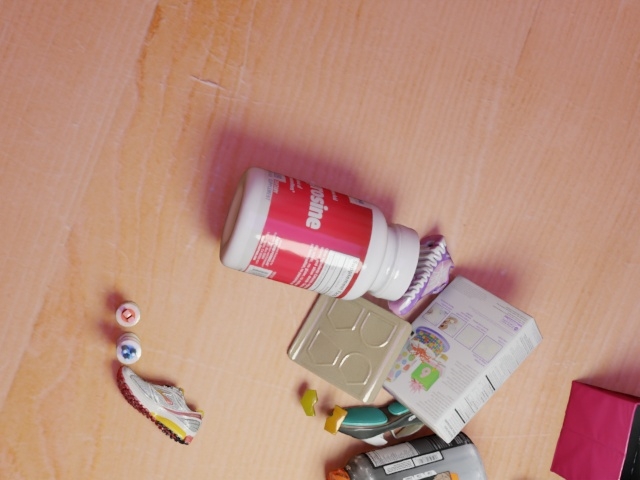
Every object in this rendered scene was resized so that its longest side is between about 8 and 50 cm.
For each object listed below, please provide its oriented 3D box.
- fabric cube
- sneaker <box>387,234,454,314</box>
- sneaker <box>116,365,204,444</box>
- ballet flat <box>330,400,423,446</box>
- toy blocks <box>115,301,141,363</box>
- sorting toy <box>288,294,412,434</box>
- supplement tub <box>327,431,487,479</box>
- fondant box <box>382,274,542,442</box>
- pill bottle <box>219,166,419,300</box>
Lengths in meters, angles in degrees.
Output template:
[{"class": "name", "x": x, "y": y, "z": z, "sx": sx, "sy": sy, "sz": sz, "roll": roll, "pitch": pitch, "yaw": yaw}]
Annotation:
[{"class": "fabric cube", "x": 0.777, "y": 0.517, "z": 1.789, "sx": 0.254, "sy": 0.258, "sz": 0.258, "roll": 15, "pitch": 87, "yaw": -14}, {"class": "sneaker", "x": 0.251, "y": 0.097, "z": 1.712, "sx": 0.104, "sy": 0.095, "sz": 0.236, "roll": 53, "pitch": 56, "yaw": -24}, {"class": "sneaker", "x": -0.356, "y": 0.351, "z": 1.589, "sx": 0.225, "sy": 0.088, "sz": 0.092, "roll": 44, "pitch": 60, "yaw": -11}, {"class": "ballet flat", "x": 0.158, "y": 0.437, "z": 1.713, "sx": 0.281, "sy": 0.095, "sz": 0.096, "roll": -9, "pitch": 105, "yaw": -14}, {"class": "toy blocks", "x": -0.408, "y": 0.197, "z": 1.528, "sx": 0.054, "sy": 0.148, "sz": 0.123, "roll": 0, "pitch": 91, "yaw": -15}, {"class": "sorting toy", "x": 0.046, "y": 0.278, "z": 1.675, "sx": 0.229, "sy": 0.041, "sz": 0.307, "roll": 28, "pitch": 84, "yaw": 14}, {"class": "supplement tub", "x": 0.199, "y": 0.574, "z": 1.664, "sx": 0.338, "sy": 0.207, "sz": 0.207, "roll": -11, "pitch": 94, "yaw": -14}, {"class": "fondant box", "x": 0.310, "y": 0.265, "z": 1.669, "sx": 0.330, "sy": 0.238, "sz": 0.096, "roll": -44, "pitch": 132, "yaw": -11}, {"class": "pill bottle", "x": 0.000, "y": 0.000, "z": 1.592, "sx": 0.408, "sy": 0.229, "sz": 0.228, "roll": 17, "pitch": 87, "yaw": -15}]
